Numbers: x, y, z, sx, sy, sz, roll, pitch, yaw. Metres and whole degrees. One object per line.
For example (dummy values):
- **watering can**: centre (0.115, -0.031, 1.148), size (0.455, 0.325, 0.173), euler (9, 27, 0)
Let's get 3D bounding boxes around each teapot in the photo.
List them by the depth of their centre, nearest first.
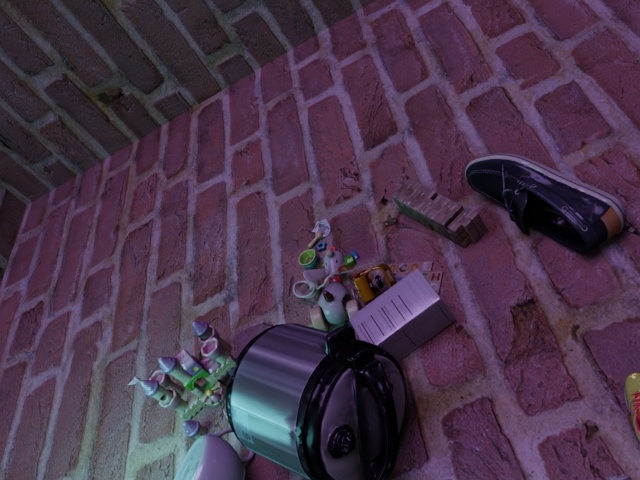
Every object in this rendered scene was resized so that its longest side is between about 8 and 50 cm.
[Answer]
- **teapot**: centre (-0.288, 0.669, 1.726), size (0.256, 0.187, 0.252), euler (-60, 15, 1)

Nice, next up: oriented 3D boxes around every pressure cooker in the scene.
- **pressure cooker**: centre (0.017, 0.419, 1.575), size (0.420, 0.370, 0.375), euler (6, 61, 44)

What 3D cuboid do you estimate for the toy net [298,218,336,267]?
- **toy net**: centre (0.000, 0.000, 2.215), size (0.122, 0.045, 0.232), euler (-12, 47, 29)

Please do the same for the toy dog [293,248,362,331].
- **toy dog**: centre (0.029, 0.136, 1.963), size (0.220, 0.161, 0.333), euler (-29, 40, -6)

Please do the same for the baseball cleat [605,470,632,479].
- **baseball cleat**: centre (0.561, 0.563, 1.282), size (0.206, 0.072, 0.109), euler (-35, 54, 12)

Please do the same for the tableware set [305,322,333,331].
- **tableware set**: centre (0.000, 0.312, 1.935), size (0.128, 0.039, 0.194), euler (-48, 41, -10)

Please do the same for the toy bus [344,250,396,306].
- **toy bus**: centre (0.165, 0.123, 1.854), size (0.104, 0.191, 0.202), euler (-27, 42, 14)

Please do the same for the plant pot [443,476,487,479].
- **plant pot**: centre (0.302, 0.653, 1.220), size (0.334, 0.334, 0.305), euler (-28, 31, 13)

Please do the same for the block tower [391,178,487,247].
- **block tower**: centre (0.365, -0.091, 1.990), size (0.091, 0.097, 0.335), euler (-45, 40, -8)

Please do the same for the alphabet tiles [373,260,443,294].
- **alphabet tiles**: centre (0.254, 0.149, 1.918), size (0.237, 0.009, 0.198), euler (-6, 50, 33)

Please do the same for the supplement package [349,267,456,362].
- **supplement package**: centre (0.229, 0.222, 1.764), size (0.244, 0.139, 0.134), euler (-36, 45, 4)

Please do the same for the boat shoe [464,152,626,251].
- **boat shoe**: centre (0.594, -0.112, 1.774), size (0.156, 0.187, 0.500), euler (-44, 45, -14)

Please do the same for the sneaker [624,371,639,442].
- **sneaker**: centre (0.696, 0.364, 1.328), size (0.081, 0.094, 0.208), euler (-21, 42, 22)

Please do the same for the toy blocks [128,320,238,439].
- **toy blocks**: centre (-0.404, 0.424, 1.965), size (0.288, 0.260, 0.309), euler (-42, 40, -4)
